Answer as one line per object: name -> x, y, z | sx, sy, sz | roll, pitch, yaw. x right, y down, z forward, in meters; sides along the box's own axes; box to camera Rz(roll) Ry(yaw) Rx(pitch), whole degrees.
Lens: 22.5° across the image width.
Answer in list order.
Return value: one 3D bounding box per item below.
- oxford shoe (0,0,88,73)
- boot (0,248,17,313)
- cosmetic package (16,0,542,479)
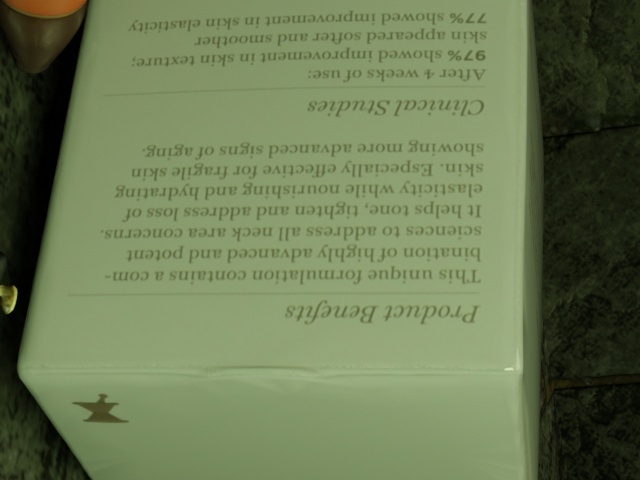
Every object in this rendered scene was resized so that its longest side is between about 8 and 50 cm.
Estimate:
oxford shoe -> -0.205, -0.240, 1.186 | 0.098, 0.097, 0.271 | 111, -14, -48
boot -> -0.215, 0.130, 0.794 | 0.377, 0.138, 0.284 | 8, 99, -64
cosmetic package -> 0.000, 0.000, 1.221 | 0.327, 0.329, 0.393 | 75, 18, -57
